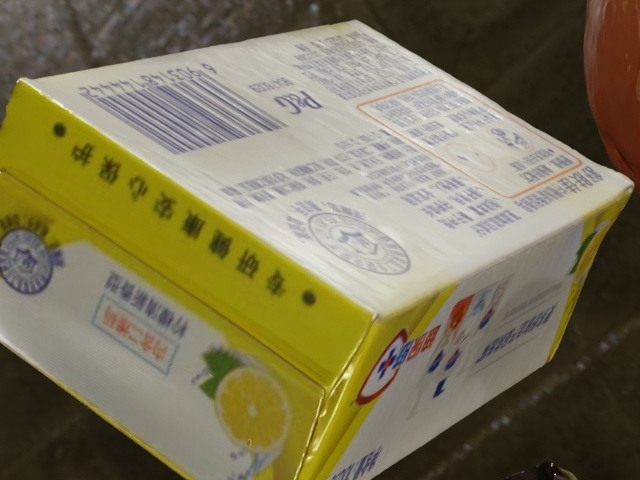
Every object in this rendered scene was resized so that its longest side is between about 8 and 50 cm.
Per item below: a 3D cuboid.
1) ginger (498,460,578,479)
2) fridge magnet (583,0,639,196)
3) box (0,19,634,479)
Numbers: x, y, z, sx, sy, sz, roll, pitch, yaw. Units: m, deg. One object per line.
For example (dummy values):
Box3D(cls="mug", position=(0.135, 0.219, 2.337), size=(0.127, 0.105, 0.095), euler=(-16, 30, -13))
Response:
Box3D(cls="ginger", position=(0.138, 0.365, 1.249), size=(0.358, 0.211, 0.413), euler=(-51, 32, 13))
Box3D(cls="fridge magnet", position=(0.268, -0.178, 1.012), size=(0.363, 0.155, 0.363), euler=(-163, 90, -72))
Box3D(cls="box", position=(0.000, 0.000, 0.740), size=(0.168, 0.265, 0.097), euler=(33, 115, 18))
